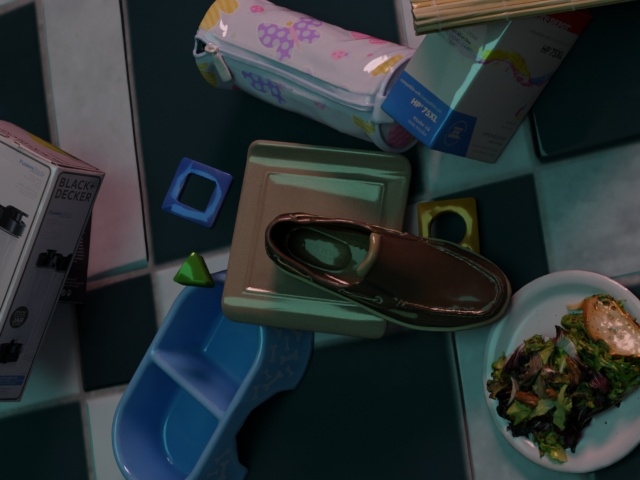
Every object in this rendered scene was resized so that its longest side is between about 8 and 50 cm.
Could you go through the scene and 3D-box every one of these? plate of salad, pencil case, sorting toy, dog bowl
[{"bbox_3d":[0.241,0.128,1.784,0.199,0.048,0.200,-3,85,33],"label":"plate of salad"},{"bbox_3d":[-0.006,-0.181,1.932,0.273,0.124,0.113,23,98,32],"label":"pencil case"},{"bbox_3d":[0.000,0.000,1.925,0.347,0.047,0.196,6,81,15],"label":"sorting toy"},{"bbox_3d":[-0.128,0.162,2.013,0.166,0.074,0.297,38,107,30],"label":"dog bowl"}]

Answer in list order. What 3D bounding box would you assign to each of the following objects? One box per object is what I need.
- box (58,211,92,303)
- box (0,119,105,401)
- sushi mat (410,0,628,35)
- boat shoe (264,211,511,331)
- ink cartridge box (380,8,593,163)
[{"bbox_3d":[-0.360,-0.007,2.171,0.156,0.093,0.158,3,89,33],"label":"box"},{"bbox_3d":[-0.374,0.020,2.071,0.169,0.087,0.290,26,100,31],"label":"box"},{"bbox_3d":[0.224,-0.287,1.724,0.316,0.019,0.151,-11,73,-10],"label":"sushi mat"},{"bbox_3d":[0.061,0.030,1.828,0.257,0.095,0.095,12,82,15],"label":"boat shoe"},{"bbox_3d":[0.177,-0.196,1.803,0.078,0.134,0.231,43,109,29],"label":"ink cartridge box"}]
